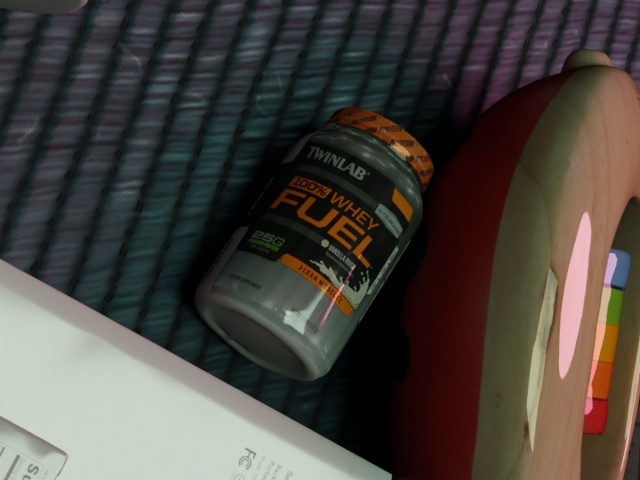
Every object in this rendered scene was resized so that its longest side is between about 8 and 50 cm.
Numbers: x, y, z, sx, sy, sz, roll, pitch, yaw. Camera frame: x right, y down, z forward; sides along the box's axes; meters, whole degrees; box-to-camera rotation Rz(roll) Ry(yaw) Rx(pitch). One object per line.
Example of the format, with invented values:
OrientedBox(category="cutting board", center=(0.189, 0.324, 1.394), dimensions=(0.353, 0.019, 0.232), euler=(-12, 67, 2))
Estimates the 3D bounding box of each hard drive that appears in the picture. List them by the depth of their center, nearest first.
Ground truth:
OrientedBox(category="hard drive", center=(-0.145, 0.186, 1.205), dimensions=(0.353, 0.047, 0.233), euler=(31, 73, -19))

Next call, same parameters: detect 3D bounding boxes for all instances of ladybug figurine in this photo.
OrientedBox(category="ladybug figurine", center=(0.160, 0.069, 1.396), dimensions=(0.305, 0.162, 0.449), euler=(25, 74, -67))

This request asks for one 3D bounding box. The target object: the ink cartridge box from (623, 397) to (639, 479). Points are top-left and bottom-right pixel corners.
OrientedBox(category="ink cartridge box", center=(0.314, 0.188, 1.620), dimensions=(0.109, 0.062, 0.209), euler=(2, 91, -38))

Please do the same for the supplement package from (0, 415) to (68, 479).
OrientedBox(category="supplement package", center=(-0.297, 0.129, 1.045), dimensions=(0.244, 0.134, 0.139), euler=(32, 73, -16))

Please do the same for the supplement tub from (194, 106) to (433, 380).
OrientedBox(category="supplement tub", center=(0.000, 0.000, 1.325), dimensions=(0.117, 0.117, 0.190), euler=(45, 66, -31))

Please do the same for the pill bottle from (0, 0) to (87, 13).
OrientedBox(category="pill bottle", center=(-0.172, -0.356, 1.097), dimensions=(0.224, 0.224, 0.392), euler=(25, 78, -37))
